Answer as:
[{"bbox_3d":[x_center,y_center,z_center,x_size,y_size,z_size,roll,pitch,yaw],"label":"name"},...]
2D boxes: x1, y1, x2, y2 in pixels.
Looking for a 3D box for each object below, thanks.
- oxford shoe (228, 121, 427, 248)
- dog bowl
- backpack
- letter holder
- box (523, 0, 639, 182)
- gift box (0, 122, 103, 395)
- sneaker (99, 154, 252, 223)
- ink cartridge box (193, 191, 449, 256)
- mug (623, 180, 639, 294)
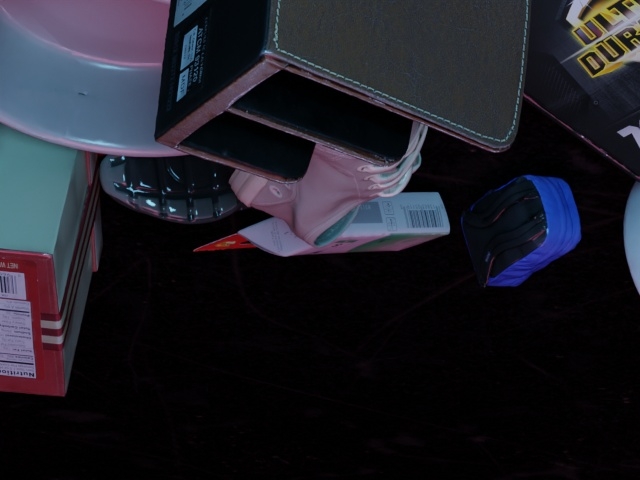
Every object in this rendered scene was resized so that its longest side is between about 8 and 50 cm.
[{"bbox_3d":[0.038,-0.104,1.457,0.130,0.169,0.449,40,158,-1],"label":"oxford shoe"},{"bbox_3d":[-0.180,-0.185,1.505,0.349,0.102,0.349,4,156,2],"label":"dog bowl"},{"bbox_3d":[0.223,-0.017,1.816,0.101,0.098,0.120,-4,155,-37],"label":"backpack"},{"bbox_3d":[0.025,-0.196,1.200,0.214,0.301,0.152,18,152,-28],"label":"letter holder"},{"bbox_3d":[0.281,-0.191,1.367,0.257,0.079,0.322,32,147,-21],"label":"box"},{"bbox_3d":[-0.336,-0.027,1.708,0.255,0.258,0.276,8,136,-3],"label":"gift box"},{"bbox_3d":[-0.097,-0.064,1.716,0.267,0.101,0.106,-3,174,-24],"label":"sneaker"},{"bbox_3d":[0.000,0.000,1.868,0.181,0.056,0.225,-3,165,-46],"label":"ink cartridge box"},{"bbox_3d":[0.469,-0.005,1.465,0.276,0.374,0.328,14,145,-21],"label":"mug"}]
